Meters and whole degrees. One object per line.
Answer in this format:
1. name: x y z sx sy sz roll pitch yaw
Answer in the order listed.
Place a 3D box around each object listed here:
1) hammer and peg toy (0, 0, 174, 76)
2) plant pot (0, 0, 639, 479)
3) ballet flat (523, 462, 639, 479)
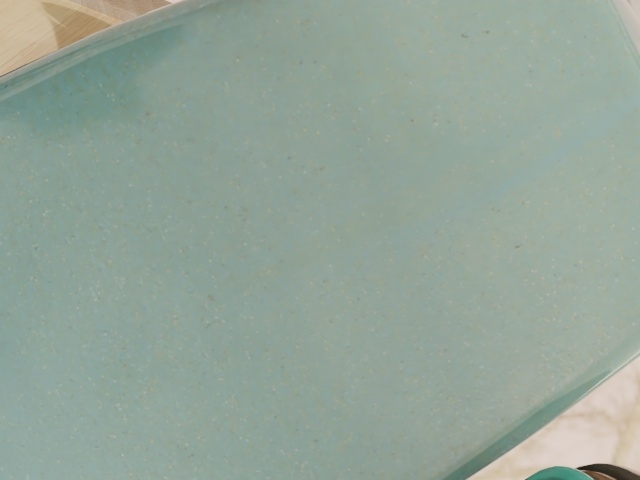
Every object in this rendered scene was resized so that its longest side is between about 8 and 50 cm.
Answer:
1. hammer and peg toy: -0.249 -0.030 0.731 0.361 0.127 0.266 -30 -28 32
2. plant pot: 0.000 0.000 0.519 0.234 0.165 0.165 -24 -87 20
3. ballet flat: 0.018 0.173 0.487 0.096 0.095 0.280 31 -62 -34
